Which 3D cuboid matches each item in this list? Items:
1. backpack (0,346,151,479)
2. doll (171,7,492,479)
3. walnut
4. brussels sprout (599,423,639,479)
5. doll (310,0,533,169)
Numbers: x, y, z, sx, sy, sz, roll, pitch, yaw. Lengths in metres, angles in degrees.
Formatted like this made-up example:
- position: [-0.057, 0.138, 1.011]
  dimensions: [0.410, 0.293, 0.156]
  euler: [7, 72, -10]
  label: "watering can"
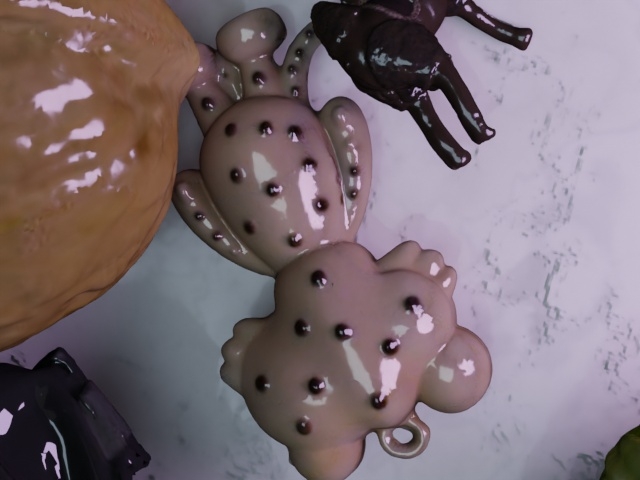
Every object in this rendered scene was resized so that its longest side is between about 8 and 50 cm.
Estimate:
- position: [-0.269, 0.250, 1.064]
  dimensions: [0.445, 0.255, 0.363]
  euler: [-22, 95, 23]
  label: "backpack"
- position: [-0.002, 0.000, 1.071]
  dimensions: [0.154, 0.119, 0.278]
  euler: [-17, 87, 6]
  label: "doll"
- position: [-0.230, -0.080, 0.991]
  dimensions: [0.333, 0.333, 0.333]
  euler: [1, 99, 6]
  label: "walnut"
- position: [0.228, 0.221, 1.023]
  dimensions: [0.294, 0.227, 0.259]
  euler: [17, 115, -5]
  label: "brussels sprout"
- position: [0.048, -0.139, 1.047]
  dimensions: [0.165, 0.057, 0.139]
  euler: [31, 65, -2]
  label: "doll"
